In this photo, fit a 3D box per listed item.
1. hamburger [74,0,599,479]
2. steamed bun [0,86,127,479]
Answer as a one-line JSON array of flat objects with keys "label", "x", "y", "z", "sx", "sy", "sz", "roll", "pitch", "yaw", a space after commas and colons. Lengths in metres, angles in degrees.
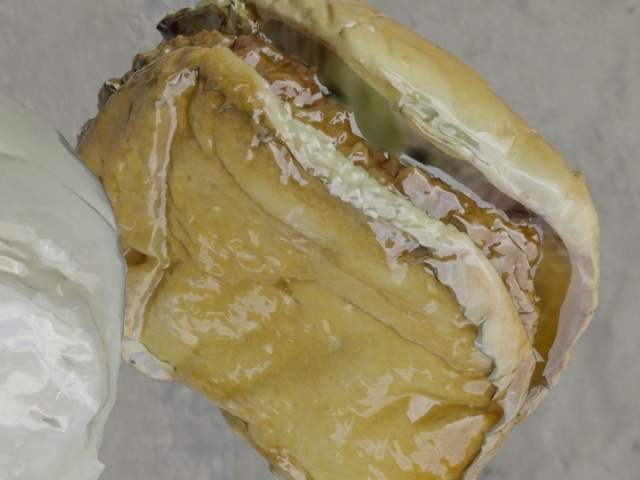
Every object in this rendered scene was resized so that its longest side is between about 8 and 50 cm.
[{"label": "hamburger", "x": 0.001, "y": 0.000, "z": 0.945, "sx": 0.283, "sy": 0.144, "sz": 0.259, "roll": 38, "pitch": 138, "yaw": 1}, {"label": "steamed bun", "x": -0.221, "y": 0.034, "z": 0.643, "sx": 0.247, "sy": 0.236, "sz": 0.383, "roll": 26, "pitch": 152, "yaw": -23}]
